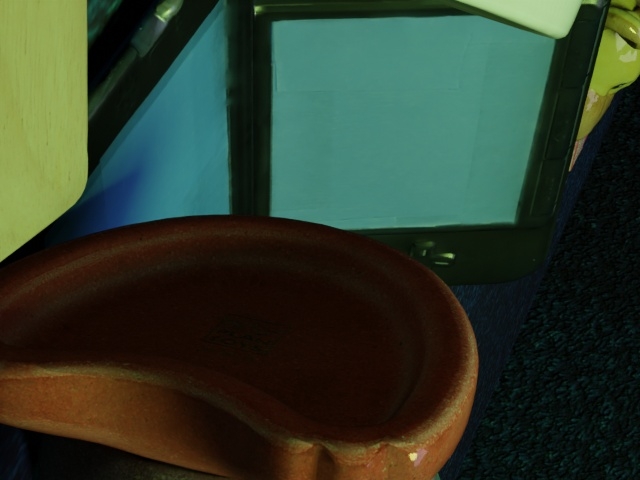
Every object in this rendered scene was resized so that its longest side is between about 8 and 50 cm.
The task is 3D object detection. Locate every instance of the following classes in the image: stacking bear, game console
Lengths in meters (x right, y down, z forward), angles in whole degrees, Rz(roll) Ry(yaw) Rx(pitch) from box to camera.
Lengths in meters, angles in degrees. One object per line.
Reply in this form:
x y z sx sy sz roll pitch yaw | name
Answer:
-0.036 0.152 0.682 0.164 0.175 0.289 -45 143 -60 | stacking bear
0.000 0.000 0.813 0.293 0.250 0.173 93 -6 -58 | game console

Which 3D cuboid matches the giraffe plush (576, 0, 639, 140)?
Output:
0.124 -0.131 1.136 0.181 0.170 0.210 -57 163 -47 | giraffe plush

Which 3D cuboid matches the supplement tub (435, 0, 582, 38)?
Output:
0.035 -0.211 0.510 0.191 0.191 0.272 -13 122 -77 | supplement tub

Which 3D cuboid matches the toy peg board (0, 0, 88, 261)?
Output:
-0.130 -0.042 0.379 0.160 0.079 0.161 -41 152 -35 | toy peg board

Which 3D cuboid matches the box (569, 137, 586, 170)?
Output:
0.159 -0.188 1.317 0.257 0.128 0.123 97 17 -52 | box
